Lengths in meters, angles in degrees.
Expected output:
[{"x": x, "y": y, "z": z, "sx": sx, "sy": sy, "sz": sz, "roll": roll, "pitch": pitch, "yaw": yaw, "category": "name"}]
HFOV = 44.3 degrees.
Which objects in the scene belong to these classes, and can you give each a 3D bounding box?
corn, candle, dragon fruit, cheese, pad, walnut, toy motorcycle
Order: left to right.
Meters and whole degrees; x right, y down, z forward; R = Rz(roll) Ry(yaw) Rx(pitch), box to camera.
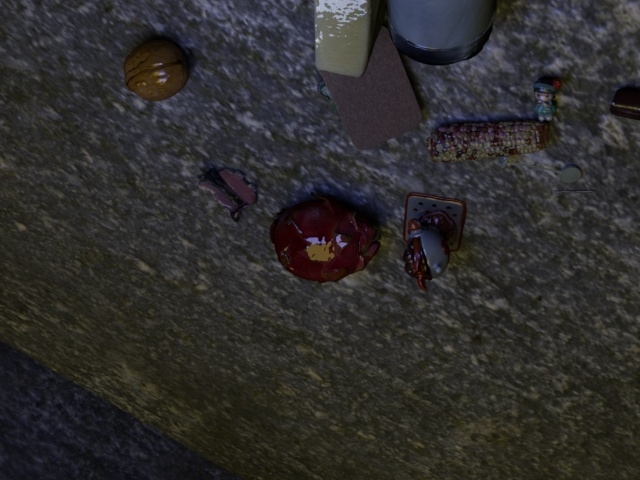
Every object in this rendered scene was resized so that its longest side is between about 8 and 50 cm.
[{"x": -0.403, "y": -0.414, "z": 1.920, "sx": 0.180, "sy": 0.144, "sz": 0.144, "roll": -23, "pitch": 120, "yaw": 40, "category": "walnut"}, {"x": -0.004, "y": -0.001, "z": 2.095, "sx": 0.315, "sy": 0.250, "sz": 0.250, "roll": 28, "pitch": 138, "yaw": 19, "category": "dragon fruit"}, {"x": 0.067, "y": -0.497, "z": 1.558, "sx": 0.124, "sy": 0.265, "sz": 0.242, "roll": 12, "pitch": 135, "yaw": 8, "category": "cheese"}, {"x": 0.089, "y": -0.344, "z": 1.839, "sx": 0.190, "sy": 0.074, "sz": 0.106, "roll": -2, "pitch": 140, "yaw": 22, "category": "toy motorcycle"}, {"x": 0.114, "y": -0.341, "z": 1.779, "sx": 0.176, "sy": 0.002, "sz": 0.266, "roll": -23, "pitch": 120, "yaw": 6, "category": "pad"}, {"x": 0.226, "y": -0.494, "z": 1.472, "sx": 0.221, "sy": 0.221, "sz": 0.342, "roll": 11, "pitch": 160, "yaw": 12, "category": "candle"}, {"x": 0.384, "y": -0.229, "z": 1.813, "sx": 0.281, "sy": 0.092, "sz": 0.092, "roll": -1, "pitch": 131, "yaw": 21, "category": "corn"}]

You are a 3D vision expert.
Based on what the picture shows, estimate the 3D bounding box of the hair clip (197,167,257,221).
[{"x": -0.260, "y": -0.144, "z": 2.186, "sx": 0.187, "sy": 0.056, "sz": 0.146, "roll": 37, "pitch": 134, "yaw": -26, "category": "hair clip"}]

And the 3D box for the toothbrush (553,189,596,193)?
[{"x": 0.612, "y": -0.117, "z": 1.890, "sx": 0.097, "sy": 0.006, "sz": 0.008, "roll": 0, "pitch": 133, "yaw": 22, "category": "toothbrush"}]

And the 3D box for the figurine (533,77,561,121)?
[{"x": 0.498, "y": -0.310, "z": 1.723, "sx": 0.060, "sy": 0.047, "sz": 0.106, "roll": 17, "pitch": 142, "yaw": 30, "category": "figurine"}]

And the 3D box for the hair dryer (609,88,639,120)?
[{"x": 0.769, "y": -0.359, "z": 1.554, "sx": 0.313, "sy": 0.123, "sz": 0.340, "roll": 17, "pitch": 126, "yaw": 21, "category": "hair dryer"}]

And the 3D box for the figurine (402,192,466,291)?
[{"x": 0.272, "y": 0.026, "z": 2.004, "sx": 0.160, "sy": 0.226, "sz": 0.183, "roll": 10, "pitch": 134, "yaw": 11, "category": "figurine"}]

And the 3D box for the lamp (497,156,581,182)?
[{"x": 0.517, "y": -0.180, "z": 1.858, "sx": 0.198, "sy": 0.056, "sz": 0.050, "roll": 12, "pitch": 135, "yaw": -4, "category": "lamp"}]
